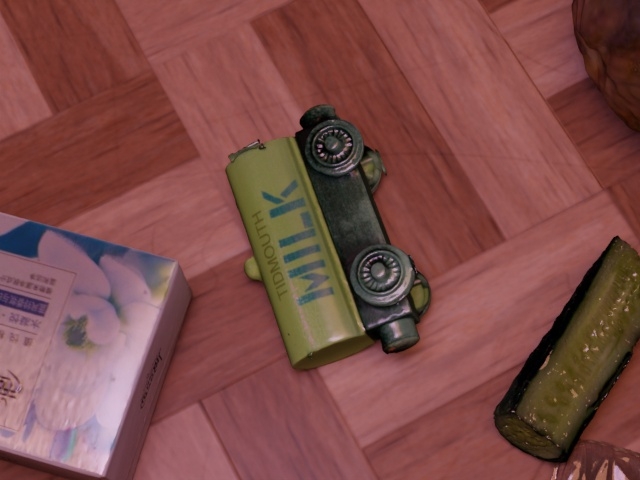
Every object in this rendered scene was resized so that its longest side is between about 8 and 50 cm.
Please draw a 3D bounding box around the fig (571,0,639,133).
[{"bbox_3d":[0.379,-0.228,1.133,0.286,0.369,0.286,-1,80,5],"label":"fig"}]

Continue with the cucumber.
[{"bbox_3d":[0.239,0.099,1.179,0.078,0.062,0.211,38,67,-4],"label":"cucumber"}]

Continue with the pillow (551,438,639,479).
[{"bbox_3d":[0.306,0.252,1.131,0.211,0.034,0.135,11,74,6],"label":"pillow"}]

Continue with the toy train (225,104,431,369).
[{"bbox_3d":[0.000,0.000,1.199,0.157,0.105,0.253,-22,71,8],"label":"toy train"}]

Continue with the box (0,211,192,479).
[{"bbox_3d":[-0.278,0.090,1.153,0.274,0.116,0.203,16,72,6],"label":"box"}]
